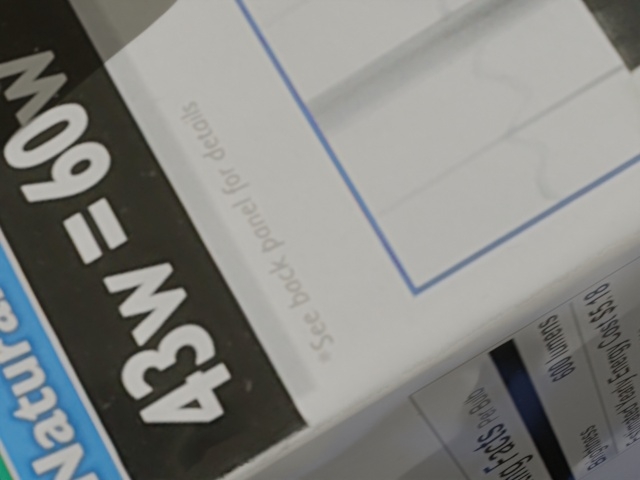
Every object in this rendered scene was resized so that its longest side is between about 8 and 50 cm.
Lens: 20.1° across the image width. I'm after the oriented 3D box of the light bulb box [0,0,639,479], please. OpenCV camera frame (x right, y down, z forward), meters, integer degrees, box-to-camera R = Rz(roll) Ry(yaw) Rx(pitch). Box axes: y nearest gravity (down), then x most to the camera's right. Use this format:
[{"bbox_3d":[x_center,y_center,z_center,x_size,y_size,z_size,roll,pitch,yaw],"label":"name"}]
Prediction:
[{"bbox_3d":[0.000,0.000,0.595,0.225,0.361,0.358,59,1,22],"label":"light bulb box"}]
